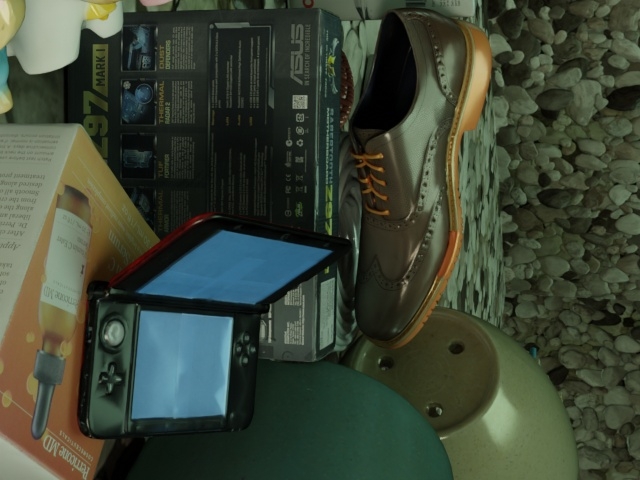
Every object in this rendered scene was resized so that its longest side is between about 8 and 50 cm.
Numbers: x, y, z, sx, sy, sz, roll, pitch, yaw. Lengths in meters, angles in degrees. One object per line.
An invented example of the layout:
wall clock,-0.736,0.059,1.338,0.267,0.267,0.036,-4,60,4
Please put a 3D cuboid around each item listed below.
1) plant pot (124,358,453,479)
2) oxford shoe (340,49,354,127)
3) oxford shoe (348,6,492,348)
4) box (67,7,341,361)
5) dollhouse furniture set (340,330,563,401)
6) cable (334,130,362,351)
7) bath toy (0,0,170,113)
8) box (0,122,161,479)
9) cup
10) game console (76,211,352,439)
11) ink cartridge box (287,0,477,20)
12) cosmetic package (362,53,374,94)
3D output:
plant pot,-0.037,0.276,0.705,0.334,0.341,0.341,-75,161,-60
oxford shoe,-0.054,-0.076,0.982,0.130,0.123,0.348,114,-5,-46
oxford shoe,0.074,-0.066,1.092,0.133,0.130,0.363,8,91,-42
box,-0.081,-0.039,0.704,0.059,0.184,0.232,-14,106,-74
dollhouse furniture set,0.200,0.254,1.500,0.286,0.304,0.198,59,36,-62
cable,0.000,0.000,1.153,0.257,0.089,0.257,56,39,-64
bath toy,-0.109,-0.194,0.575,0.348,0.152,0.129,-51,132,-48
box,-0.171,0.039,0.573,0.130,0.091,0.170,66,30,-57
cup,0.134,0.208,1.205,0.237,0.331,0.331,73,25,-51
game console,-0.055,0.053,0.587,0.144,0.085,0.124,11,81,-54
ink cartridge box,0.067,-0.325,1.127,0.087,0.209,0.153,-67,155,-58
cosmetic package,0.120,-0.146,1.482,0.107,0.127,0.237,64,30,-59
